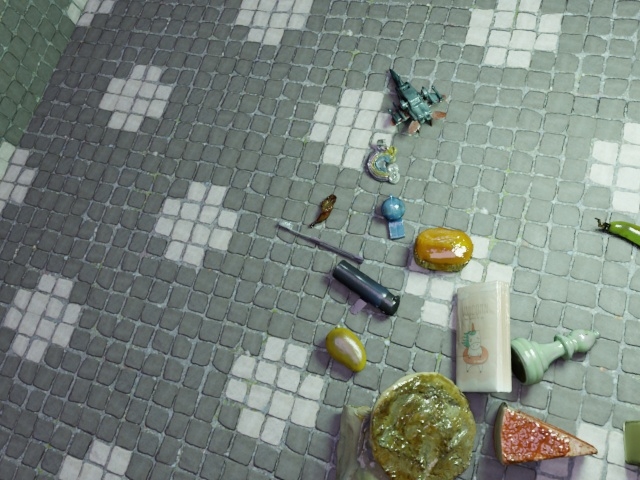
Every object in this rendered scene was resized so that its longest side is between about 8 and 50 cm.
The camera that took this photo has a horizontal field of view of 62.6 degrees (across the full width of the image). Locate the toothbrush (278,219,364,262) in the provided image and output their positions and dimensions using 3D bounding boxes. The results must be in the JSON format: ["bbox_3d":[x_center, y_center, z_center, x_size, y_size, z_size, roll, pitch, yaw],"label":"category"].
[{"bbox_3d":[0.000,0.000,1.874,0.354,0.024,0.029,24,70,21],"label":"toothbrush"}]

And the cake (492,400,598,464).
[{"bbox_3d":[0.603,0.578,1.451,0.262,0.158,0.160,23,82,19],"label":"cake"}]

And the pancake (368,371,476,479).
[{"bbox_3d":[0.297,0.550,1.510,0.356,0.065,0.356,1,88,-16],"label":"pancake"}]

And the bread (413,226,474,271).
[{"bbox_3d":[0.401,0.029,1.721,0.190,0.114,0.132,3,70,10],"label":"bread"}]

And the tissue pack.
[{"bbox_3d":[0.487,0.290,1.583,0.170,0.071,0.326,-22,58,55],"label":"tissue pack"}]

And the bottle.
[{"bbox_3d":[0.152,0.160,1.751,0.244,0.072,0.082,33,118,23],"label":"bottle"}]

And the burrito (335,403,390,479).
[{"bbox_3d":[0.137,0.665,1.553,0.190,0.135,0.332,4,76,8],"label":"burrito"}]

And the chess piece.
[{"bbox_3d":[0.697,0.319,1.549,0.271,0.139,0.139,-19,67,-6],"label":"chess piece"}]

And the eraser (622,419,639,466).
[{"bbox_3d":[0.859,0.539,1.391,0.058,0.172,0.117,5,72,14],"label":"eraser"}]

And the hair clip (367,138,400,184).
[{"bbox_3d":[0.227,-0.283,1.909,0.116,0.049,0.172,-7,77,26],"label":"hair clip"}]

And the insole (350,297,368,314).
[{"bbox_3d":[0.153,0.198,1.778,0.135,0.002,0.045,-45,66,-4],"label":"insole"}]

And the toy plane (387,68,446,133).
[{"bbox_3d":[0.323,-0.536,1.936,0.222,0.104,0.326,-27,67,4],"label":"toy plane"}]

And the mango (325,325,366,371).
[{"bbox_3d":[0.086,0.354,1.702,0.103,0.076,0.161,-41,70,-7],"label":"mango"}]

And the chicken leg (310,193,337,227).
[{"bbox_3d":[0.012,-0.106,1.902,0.062,0.037,0.145,17,74,42],"label":"chicken leg"}]

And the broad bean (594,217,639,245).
[{"bbox_3d":[0.999,0.002,1.607,0.325,0.067,0.075,28,50,23],"label":"broad bean"}]

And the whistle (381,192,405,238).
[{"bbox_3d":[0.253,-0.091,1.810,0.090,0.090,0.158,-11,69,10],"label":"whistle"}]
